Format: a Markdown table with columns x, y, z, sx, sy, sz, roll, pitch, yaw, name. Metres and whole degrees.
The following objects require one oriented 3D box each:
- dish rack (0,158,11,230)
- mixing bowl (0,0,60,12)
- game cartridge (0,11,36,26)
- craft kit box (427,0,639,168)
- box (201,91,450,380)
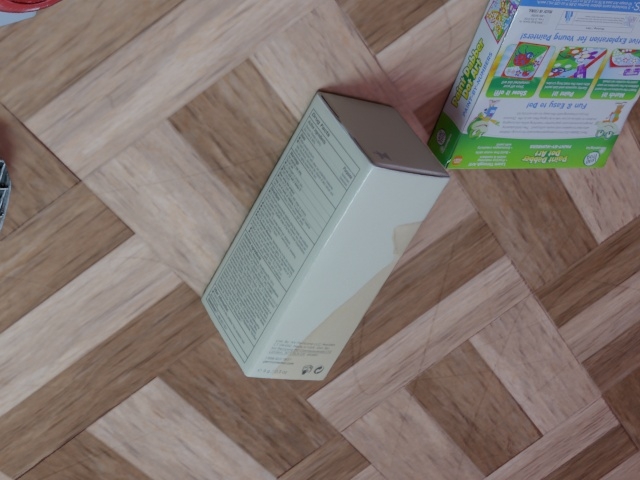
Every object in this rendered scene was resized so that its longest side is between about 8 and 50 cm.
| x | y | z | sx | sy | sz | roll | pitch | yaw | name |
| --- | --- | --- | --- | --- | --- | --- | --- | --- | --- |
| -0.446 | -0.024 | 1.478 | 0.272 | 0.074 | 0.208 | 0 | 130 | -35 | dish rack |
| -0.255 | -0.261 | 1.271 | 0.181 | 0.098 | 0.181 | -18 | 136 | -18 | mixing bowl |
| -0.339 | -0.300 | 1.291 | 0.196 | 0.060 | 0.294 | -17 | 137 | -14 | game cartridge |
| 0.279 | -0.195 | 1.787 | 0.250 | 0.061 | 0.246 | -2 | 128 | -31 | craft kit box |
| 0.000 | 0.000 | 1.729 | 0.121 | 0.148 | 0.311 | 8 | 126 | -39 | box |
